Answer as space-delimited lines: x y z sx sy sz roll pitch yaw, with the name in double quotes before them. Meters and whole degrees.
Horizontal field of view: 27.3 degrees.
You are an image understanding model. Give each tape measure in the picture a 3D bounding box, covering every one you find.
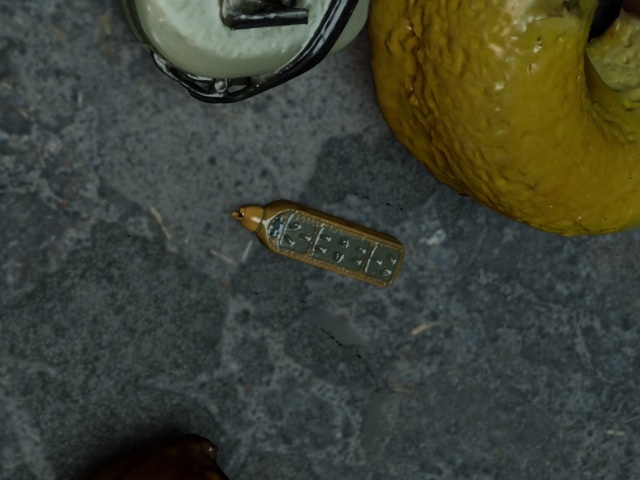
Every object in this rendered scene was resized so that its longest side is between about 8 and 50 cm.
"tape measure" -0.034 -0.242 1.087 0.271 0.133 0.231 -16 109 -17

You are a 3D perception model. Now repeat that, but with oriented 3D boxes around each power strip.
"power strip" 0.000 0.000 1.218 0.178 0.028 0.049 18 99 -22

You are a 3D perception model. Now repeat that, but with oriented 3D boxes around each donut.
"donut" 0.274 -0.183 1.142 0.435 0.163 0.377 -41 132 -5

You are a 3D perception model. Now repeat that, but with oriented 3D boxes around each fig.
"fig" -0.139 0.266 1.167 0.205 0.205 0.205 -5 106 -18
